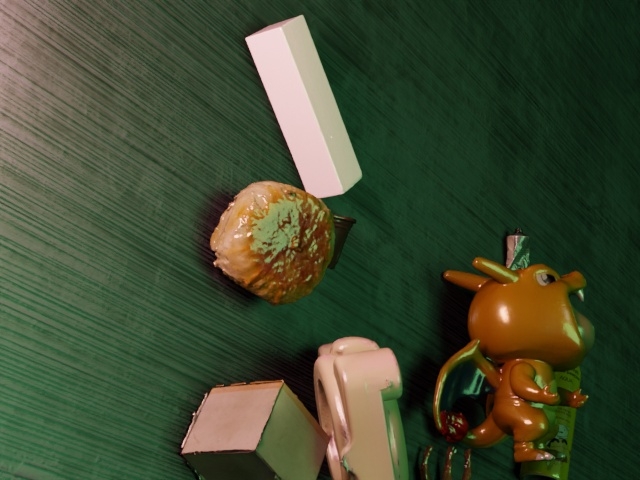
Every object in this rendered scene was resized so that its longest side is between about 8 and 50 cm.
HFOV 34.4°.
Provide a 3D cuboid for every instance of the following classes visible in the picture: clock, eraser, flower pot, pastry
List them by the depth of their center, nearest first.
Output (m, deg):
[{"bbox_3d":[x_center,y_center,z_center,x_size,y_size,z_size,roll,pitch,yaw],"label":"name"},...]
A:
[{"bbox_3d":[-0.064,0.001,1.595,0.192,0.093,0.182,34,77,-32],"label":"pastry"},{"bbox_3d":[0.064,0.290,1.606,0.309,0.114,0.283,-149,-132,-81],"label":"clock"},{"bbox_3d":[0.000,0.000,1.724,0.111,0.111,0.089,12,87,-51],"label":"flower pot"},{"bbox_3d":[-0.024,-0.222,1.747,0.076,0.078,0.298,-42,116,-49],"label":"eraser"}]

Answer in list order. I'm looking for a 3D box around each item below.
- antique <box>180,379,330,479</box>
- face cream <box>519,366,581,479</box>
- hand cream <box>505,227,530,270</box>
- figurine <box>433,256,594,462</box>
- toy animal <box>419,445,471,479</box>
[{"bbox_3d":[-0.091,0.291,1.502,0.152,0.147,0.148,55,42,-32],"label":"antique"},{"bbox_3d":[0.525,0.380,2.334,0.105,0.105,0.348,44,50,-39],"label":"face cream"},{"bbox_3d":[0.453,0.095,2.338,0.075,0.052,0.247,10,76,-51],"label":"hand cream"},{"bbox_3d":[0.379,0.239,2.036,0.401,0.268,0.387,14,73,-49],"label":"figurine"},{"bbox_3d":[0.266,0.516,1.992,0.224,0.066,0.229,20,68,-47],"label":"toy animal"}]
